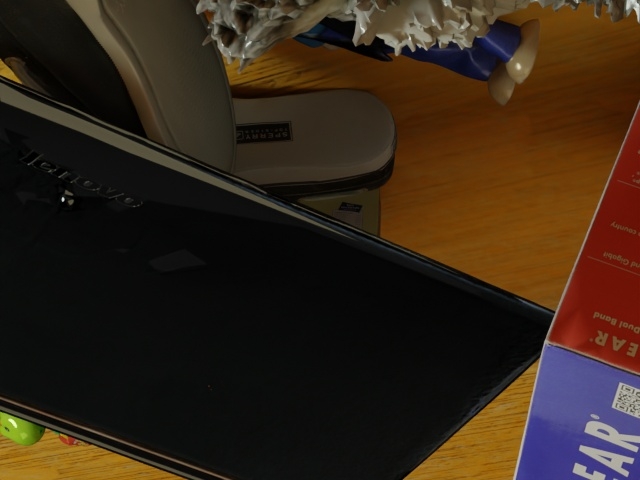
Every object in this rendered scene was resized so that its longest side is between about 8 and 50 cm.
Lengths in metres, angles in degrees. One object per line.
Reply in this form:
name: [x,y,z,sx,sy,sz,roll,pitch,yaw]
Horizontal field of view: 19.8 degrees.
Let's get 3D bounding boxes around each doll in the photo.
doll: [0.029,-0.131,1.058,0.189,0.046,0.129,14,162,-7]

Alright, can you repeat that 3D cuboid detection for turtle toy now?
turtle toy: [-0.224,0.150,1.640,0.130,0.066,0.095,-4,153,14]

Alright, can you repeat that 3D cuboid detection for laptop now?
laptop: [-0.107,0.019,1.233,0.382,0.236,0.408,23,-169,-19]

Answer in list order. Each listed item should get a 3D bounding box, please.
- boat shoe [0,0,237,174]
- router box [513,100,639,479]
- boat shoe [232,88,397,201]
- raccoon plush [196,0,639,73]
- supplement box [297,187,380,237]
boat shoe: [-0.134,-0.121,1.038,0.091,0.114,0.302,-7,140,19]
router box: [0.198,0.008,1.025,0.082,0.301,0.335,20,157,11]
boat shoe: [-0.060,-0.052,1.195,0.219,0.077,0.070,1,153,2]
raccoon plush: [0.077,-0.218,0.665,0.299,0.216,0.446,-2,152,4]
supplement box: [0.000,0.000,1.285,0.083,0.083,0.056,2,155,4]
